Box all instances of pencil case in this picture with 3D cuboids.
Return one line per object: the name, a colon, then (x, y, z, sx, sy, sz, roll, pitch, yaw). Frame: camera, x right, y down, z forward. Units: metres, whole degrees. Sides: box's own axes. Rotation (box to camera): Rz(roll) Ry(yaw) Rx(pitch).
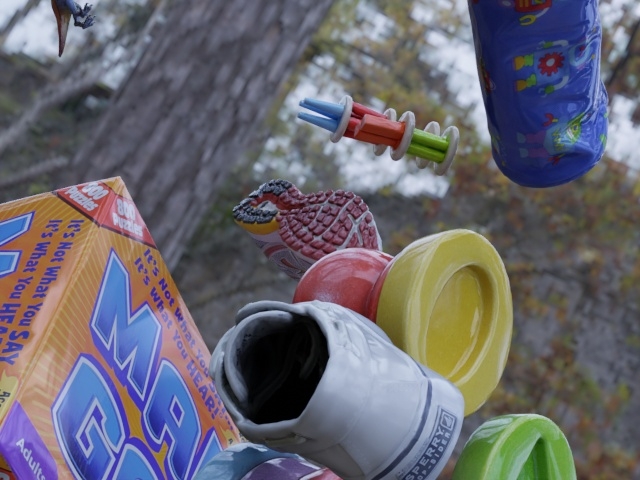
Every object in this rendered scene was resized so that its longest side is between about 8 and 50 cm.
pencil case: (0.207, -0.184, 1.424, 0.306, 0.133, 0.119, 73, -2, -51)

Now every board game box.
board game box: (-0.303, 0.217, 1.344, 0.356, 0.356, 0.356, -13, -59, 19)

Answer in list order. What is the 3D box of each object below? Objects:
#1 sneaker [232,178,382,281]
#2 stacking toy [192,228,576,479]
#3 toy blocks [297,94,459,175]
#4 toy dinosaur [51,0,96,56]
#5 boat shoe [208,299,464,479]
sneaker: (0.000, 0.000, 1.573, 0.092, 0.088, 0.225, 57, -16, -27)
stacking toy: (0.033, 0.173, 0.999, 0.130, 0.309, 0.279, 3, -42, 39)
toy blocks: (0.055, -0.115, 1.569, 0.148, 0.054, 0.123, 16, 4, -14)
toy dinosaur: (-0.241, -0.230, 1.393, 0.082, 0.090, 0.047, 41, -3, 15)
boat shoe: (-0.017, 0.074, 0.834, 0.088, 0.096, 0.267, 32, -1, -20)
